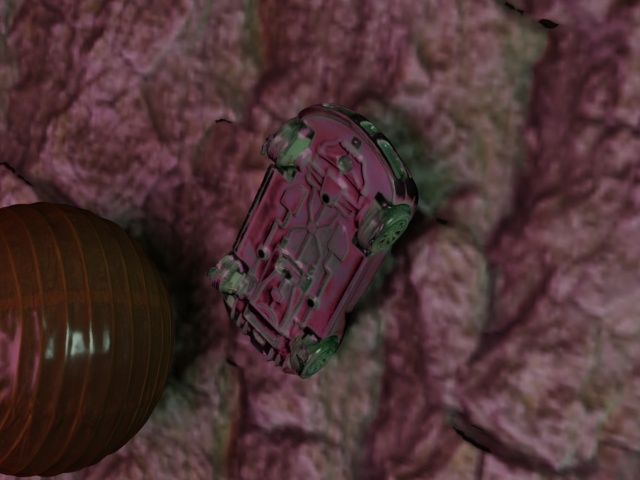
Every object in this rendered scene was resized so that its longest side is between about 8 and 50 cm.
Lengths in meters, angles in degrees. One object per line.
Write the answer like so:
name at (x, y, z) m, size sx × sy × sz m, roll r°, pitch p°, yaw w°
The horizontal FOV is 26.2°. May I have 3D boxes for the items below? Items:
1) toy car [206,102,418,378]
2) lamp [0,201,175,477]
toy car at (0.000, 0.000, 0.619) m, size 0.069 × 0.055 × 0.142 m, roll 45°, pitch 132°, yaw 21°
lamp at (-0.136, 0.048, 0.669) m, size 0.136 × 0.136 × 0.136 m, roll 5°, pitch 100°, yaw 32°
